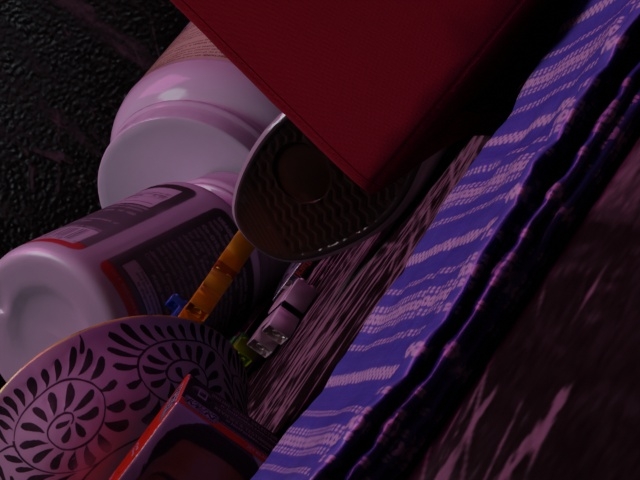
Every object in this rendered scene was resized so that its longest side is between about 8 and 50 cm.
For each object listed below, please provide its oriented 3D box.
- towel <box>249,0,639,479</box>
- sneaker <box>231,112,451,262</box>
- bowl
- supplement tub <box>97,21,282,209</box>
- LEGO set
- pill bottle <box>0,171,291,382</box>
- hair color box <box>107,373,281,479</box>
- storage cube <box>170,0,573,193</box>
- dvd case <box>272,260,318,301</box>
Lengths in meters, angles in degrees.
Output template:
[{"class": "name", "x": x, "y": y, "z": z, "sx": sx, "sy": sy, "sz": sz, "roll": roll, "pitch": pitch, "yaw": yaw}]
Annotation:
[{"class": "towel", "x": 0.075, "y": -0.023, "z": 0.797, "sx": 0.336, "sy": 0.040, "sz": 0.243, "roll": -55, "pitch": 4, "yaw": -11}, {"class": "sneaker", "x": 0.060, "y": -0.094, "z": 1.228, "sx": 0.290, "sy": 0.106, "sz": 0.123, "roll": -43, "pitch": 0, "yaw": 29}, {"class": "bowl", "x": -0.103, "y": 0.132, "z": 1.014, "sx": 0.170, "sy": 0.170, "sz": 0.080, "roll": -53, "pitch": 43, "yaw": 16}, {"class": "supplement tub", "x": -0.079, "y": -0.119, "z": 1.911, "sx": 0.235, "sy": 0.235, "sz": 0.325, "roll": -51, "pitch": 5, "yaw": 37}, {"class": "LEGO set", "x": -0.071, "y": 0.052, "z": 1.474, "sx": 0.093, "sy": 0.087, "sz": 0.227, "roll": -56, "pitch": 6, "yaw": -27}, {"class": "pill bottle", "x": -0.156, "y": 0.040, "z": 1.644, "sx": 0.283, "sy": 0.161, "sz": 0.161, "roll": -29, "pitch": -18, "yaw": -53}, {"class": "hair color box", "x": -0.082, "y": 0.147, "z": 0.938, "sx": 0.141, "sy": 0.072, "sz": 0.043, "roll": -53, "pitch": 5, "yaw": 16}, {"class": "storage cube", "x": 0.055, "y": -0.176, "z": 1.009, "sx": 0.193, "sy": 0.215, "sz": 0.183, "roll": -52, "pitch": -11, "yaw": 33}, {"class": "dvd case", "x": 0.000, "y": 0.000, "z": 1.606, "sx": 0.119, "sy": 0.013, "sz": 0.087, "roll": -54, "pitch": 4, "yaw": 13}]
